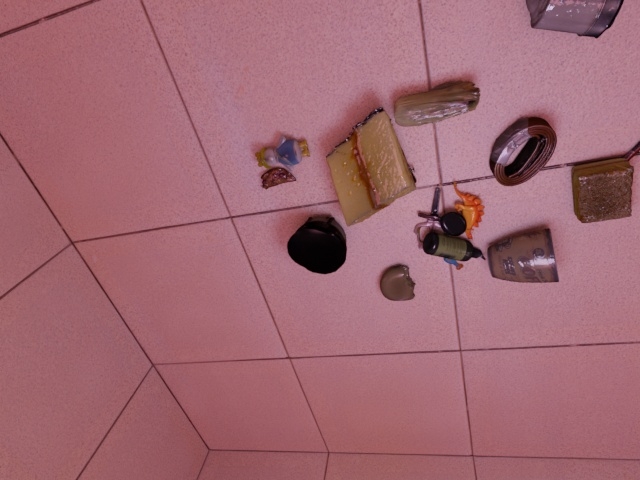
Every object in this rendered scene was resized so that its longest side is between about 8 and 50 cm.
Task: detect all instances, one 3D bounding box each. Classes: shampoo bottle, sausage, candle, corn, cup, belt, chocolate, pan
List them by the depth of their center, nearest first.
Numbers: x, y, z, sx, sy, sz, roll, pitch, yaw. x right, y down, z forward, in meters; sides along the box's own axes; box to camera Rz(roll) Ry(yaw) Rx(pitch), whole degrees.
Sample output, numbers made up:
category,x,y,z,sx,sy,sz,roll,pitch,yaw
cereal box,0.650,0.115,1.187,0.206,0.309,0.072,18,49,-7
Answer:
category,x,y,z,sx,sy,sz,roll,pitch,yaw
candle,0.732,-0.742,1.226,0.331,0.187,0.187,12,124,7
corn,0.423,-0.499,1.476,0.306,0.123,0.122,-10,118,17
sausage,1.158,-0.324,1.495,0.028,0.025,0.198,48,126,24
belt,0.760,-0.336,1.525,0.184,0.105,0.261,21,127,-4
pan,0.527,-0.086,1.735,0.212,0.040,0.114,21,131,25
cup,0.878,0.090,1.740,0.257,0.227,0.301,-8,151,31
shampoo bottle,0.600,0.038,1.783,0.284,0.101,0.101,12,125,-16
chocolate,0.000,0.000,1.848,0.284,0.186,0.283,9,133,10

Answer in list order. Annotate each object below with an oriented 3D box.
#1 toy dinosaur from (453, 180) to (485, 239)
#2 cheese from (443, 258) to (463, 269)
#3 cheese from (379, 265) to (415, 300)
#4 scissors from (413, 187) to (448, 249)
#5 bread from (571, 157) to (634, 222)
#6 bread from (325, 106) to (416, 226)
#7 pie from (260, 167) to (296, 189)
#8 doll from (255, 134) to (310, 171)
category,x,y,z,sx,sy,sz,roll,pitch,yaw
toy dinosaur,0.636,-0.130,1.701,0.117,0.070,0.288,-8,116,23
cheese,0.623,0.101,1.883,0.111,0.017,0.047,36,125,-12
cheese,0.379,0.208,1.959,0.176,0.091,0.202,2,123,9
scissors,0.504,-0.090,1.782,0.160,0.024,0.317,6,123,10
bread,1.078,-0.190,1.542,0.185,0.110,0.234,-10,125,23
bread,0.202,-0.287,1.655,0.346,0.242,0.404,-20,99,24
pie,-0.202,-0.280,1.800,0.170,0.034,0.092,-16,121,22
doll,-0.167,-0.365,1.702,0.241,0.098,0.135,-8,143,18
